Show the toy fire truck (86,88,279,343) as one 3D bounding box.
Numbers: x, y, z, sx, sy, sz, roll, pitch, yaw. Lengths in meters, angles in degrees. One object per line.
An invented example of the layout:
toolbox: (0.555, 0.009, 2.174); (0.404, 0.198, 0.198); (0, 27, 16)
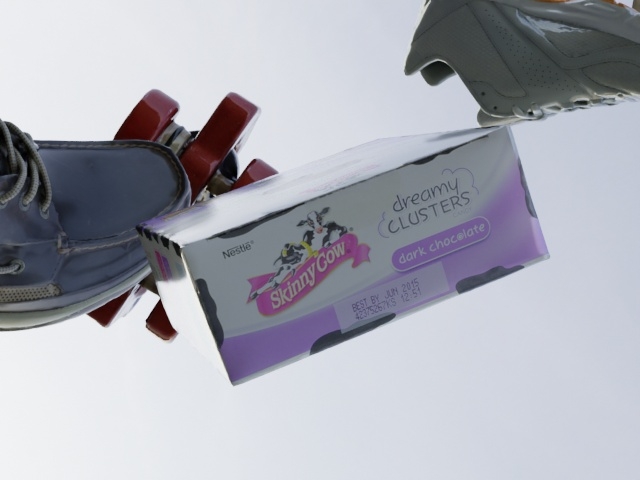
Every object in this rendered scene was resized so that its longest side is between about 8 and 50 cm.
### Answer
toy fire truck: (-0.167, -0.035, 1.343); (0.169, 0.254, 0.302); (33, -86, -4)

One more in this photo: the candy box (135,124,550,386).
candy box: (0.000, 0.000, 0.621); (0.196, 0.164, 0.070); (-166, -123, -75)

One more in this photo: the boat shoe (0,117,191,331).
boat shoe: (-0.237, -0.013, 0.817); (0.132, 0.355, 0.130); (53, -39, 24)

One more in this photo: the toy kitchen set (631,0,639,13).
toy kitchen set: (0.303, -0.175, 1.061); (0.068, 0.075, 0.083); (-133, -136, -59)

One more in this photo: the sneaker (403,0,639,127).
sneaker: (0.180, -0.124, 0.888); (0.262, 0.099, 0.121); (28, -81, 30)
